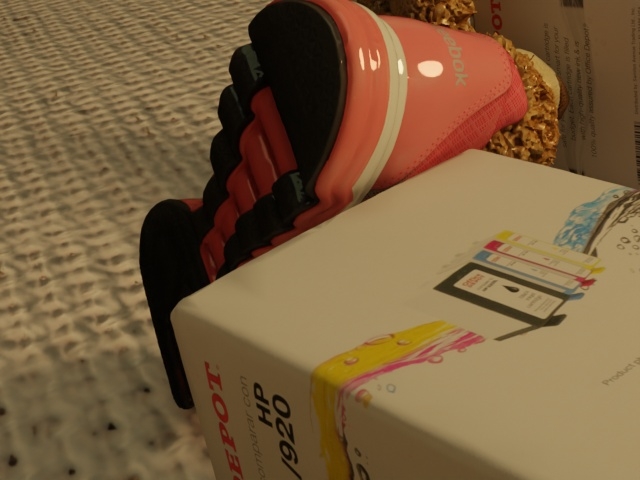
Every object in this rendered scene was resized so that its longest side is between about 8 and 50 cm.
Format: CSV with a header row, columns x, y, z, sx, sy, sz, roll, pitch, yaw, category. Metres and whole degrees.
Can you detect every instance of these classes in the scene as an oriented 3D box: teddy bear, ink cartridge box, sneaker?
x,y,z,sx,sy,sz,roll,pitch,yaw,category
0.066,-0.139,0.850,0.113,0.245,0.338,-3,16,-34,teddy bear
0.089,0.090,0.421,0.168,0.171,0.233,-27,28,-31,ink cartridge box
0.000,0.000,0.600,0.136,0.314,0.116,-4,63,-28,sneaker
0.223,-0.120,0.820,0.093,0.160,0.219,-27,30,-35,ink cartridge box
